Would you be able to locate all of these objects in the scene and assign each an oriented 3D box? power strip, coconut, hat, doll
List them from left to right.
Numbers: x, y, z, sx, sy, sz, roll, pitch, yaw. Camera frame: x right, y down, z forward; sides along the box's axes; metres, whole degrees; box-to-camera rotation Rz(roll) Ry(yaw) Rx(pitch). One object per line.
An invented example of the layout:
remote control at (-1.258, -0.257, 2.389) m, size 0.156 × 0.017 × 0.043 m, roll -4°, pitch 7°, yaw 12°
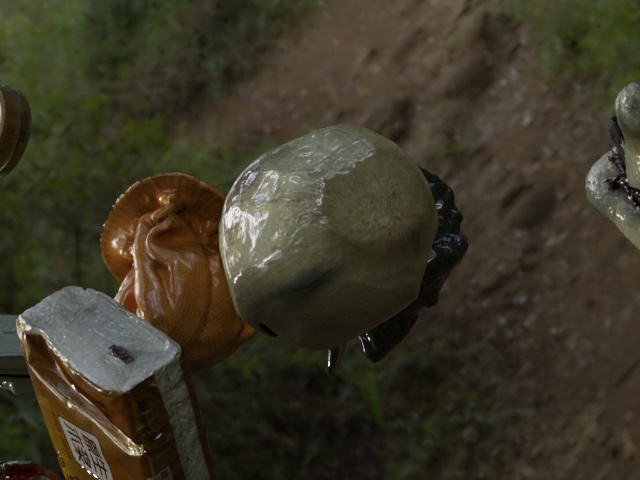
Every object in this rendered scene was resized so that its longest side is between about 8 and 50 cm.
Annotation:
power strip at (-0.334, 0.131, 1.721) m, size 0.198 × 0.213 × 0.065 m, roll -154°, pitch 68°, yaw -63°
hat at (-0.175, 0.086, 1.863) m, size 0.233 × 0.233 × 0.244 m, roll -79°, pitch -1°, yaw -51°
coconut at (0.000, 0.000, 1.452) m, size 0.224 × 0.224 × 0.224 m, roll -46°, pitch 9°, yaw 9°
doll at (0.351, -0.072, 1.657) m, size 0.278 × 0.149 × 0.175 m, roll 53°, pitch -135°, yaw -66°

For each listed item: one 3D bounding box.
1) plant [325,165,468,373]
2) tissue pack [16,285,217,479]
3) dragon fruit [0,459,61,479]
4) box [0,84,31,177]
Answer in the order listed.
plant at (0.041, 0.027, 1.915) m, size 0.276 × 0.188 × 0.199 m, roll -48°, pitch 36°, yaw 44°
tissue pack at (-0.178, 0.168, 1.412) m, size 0.092 × 0.226 × 0.183 m, roll -36°, pitch 41°, yaw -31°
dragon fruit at (-0.336, 0.321, 1.709) m, size 0.198 × 0.200 × 0.269 m, roll -19°, pitch 25°, yaw -14°
box at (-0.359, -0.120, 1.688) m, size 0.105 × 0.037 × 0.106 m, roll -16°, pitch 67°, yaw 42°
